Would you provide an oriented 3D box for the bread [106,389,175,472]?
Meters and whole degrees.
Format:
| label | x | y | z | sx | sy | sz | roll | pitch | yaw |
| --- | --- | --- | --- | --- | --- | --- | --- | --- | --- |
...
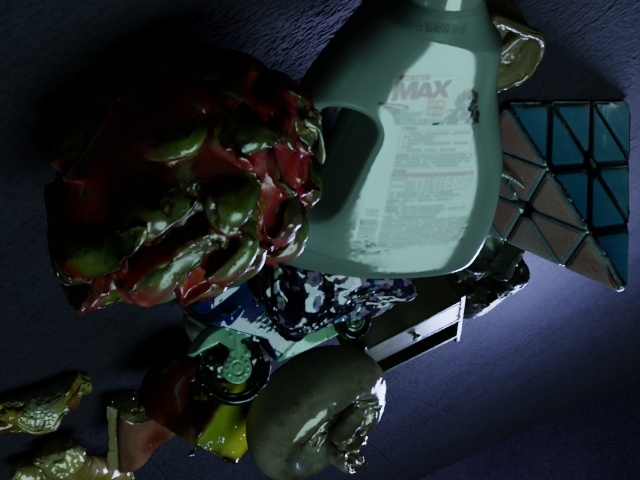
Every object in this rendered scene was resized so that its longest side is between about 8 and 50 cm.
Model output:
| label | x | y | z | sx | sy | sz | roll | pitch | yaw |
| --- | --- | --- | --- | --- | --- | --- | --- | --- | --- |
| bread | -0.275 | 0.281 | 2.138 | 0.119 | 0.067 | 0.192 | -27 | 153 | -28 |

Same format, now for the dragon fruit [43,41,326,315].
| label | x | y | z | sx | sy | sz | roll | pitch | yaw |
| --- | --- | --- | --- | --- | --- | --- | --- | --- | --- |
| dragon fruit | -0.133 | -0.049 | 1.328 | 0.303 | 0.237 | 0.231 | -37 | 156 | -2 |

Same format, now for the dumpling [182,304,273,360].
| label | x | y | z | sx | sy | sz | roll | pitch | yaw |
| --- | --- | --- | --- | --- | --- | --- | --- | --- | --- |
| dumpling | -0.121 | 0.117 | 1.887 | 0.108 | 0.127 | 0.188 | -24 | 166 | 24 |

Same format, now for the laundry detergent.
| label | x | y | z | sx | sy | sz | roll | pitch | yaw |
| --- | --- | --- | --- | --- | --- | --- | --- | --- | --- |
| laundry detergent | 0.081 | -0.143 | 1.456 | 0.264 | 0.124 | 0.397 | 0 | 130 | -12 |

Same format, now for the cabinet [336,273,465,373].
| label | x | y | z | sx | sy | sz | roll | pitch | yaw |
| --- | --- | --- | --- | --- | --- | --- | --- | --- | --- |
| cabinet | 0.111 | 0.104 | 2.131 | 0.175 | 0.148 | 0.215 | -26 | 158 | -8 |

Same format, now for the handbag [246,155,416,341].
| label | x | y | z | sx | sy | sz | roll | pitch | yaw |
| --- | --- | --- | --- | --- | --- | --- | --- | --- | --- |
| handbag | 0.000 | 0.000 | 1.671 | 0.208 | 0.228 | 0.127 | -19 | -166 | -33 |

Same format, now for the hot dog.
| label | x | y | z | sx | sy | sz | roll | pitch | yaw |
| --- | --- | --- | --- | --- | --- | --- | --- | --- | --- |
| hot dog | -0.380 | 0.233 | 1.905 | 0.169 | 0.061 | 0.078 | -18 | 158 | -28 |

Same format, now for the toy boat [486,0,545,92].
| label | x | y | z | sx | sy | sz | roll | pitch | yaw |
| --- | --- | --- | --- | --- | --- | --- | --- | --- | --- |
| toy boat | 0.185 | -0.221 | 1.591 | 0.116 | 0.061 | 0.188 | -40 | 157 | 22 |

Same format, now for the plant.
| label | x | y | z | sx | sy | sz | roll | pitch | yaw |
| --- | --- | --- | --- | --- | --- | --- | --- | --- | --- |
| plant | 0.245 | 0.041 | 2.181 | 0.142 | 0.131 | 0.203 | -23 | 169 | -24 |

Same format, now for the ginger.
| label | x | y | z | sx | sy | sz | roll | pitch | yaw |
| --- | --- | --- | --- | --- | --- | --- | --- | --- | --- |
| ginger | -0.375 | 0.361 | 2.208 | 0.118 | 0.065 | 0.299 | -20 | 161 | 14 |

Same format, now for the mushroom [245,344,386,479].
| label | x | y | z | sx | sy | sz | roll | pitch | yaw |
| --- | --- | --- | --- | --- | --- | --- | --- | --- | --- |
| mushroom | 0.003 | 0.255 | 1.992 | 0.226 | 0.178 | 0.226 | -39 | 160 | -18 |

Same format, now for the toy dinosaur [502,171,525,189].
| label | x | y | z | sx | sy | sz | roll | pitch | yaw |
| --- | --- | --- | --- | --- | --- | --- | --- | --- | --- |
| toy dinosaur | 0.184 | -0.088 | 1.882 | 0.209 | 0.039 | 0.082 | 6 | 174 | -22 |

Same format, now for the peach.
| label | x | y | z | sx | sy | sz | roll | pitch | yaw |
| --- | --- | --- | --- | --- | --- | --- | --- | --- | --- |
| peach | -0.162 | 0.222 | 2.033 | 0.154 | 0.159 | 0.267 | -54 | 159 | -4 |

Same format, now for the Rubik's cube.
| label | x | y | z | sx | sy | sz | roll | pitch | yaw |
| --- | --- | --- | --- | --- | --- | --- | --- | --- | --- |
| Rubik's cube | 0.328 | -0.086 | 1.979 | 0.228 | 0.233 | 0.228 | 11 | 107 | -5 |

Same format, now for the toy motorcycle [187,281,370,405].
| label | x | y | z | sx | sy | sz | roll | pitch | yaw |
| --- | --- | --- | --- | --- | --- | --- | --- | --- | --- |
| toy motorcycle | -0.042 | 0.060 | 1.798 | 0.331 | 0.196 | 0.125 | -34 | -168 | -16 |
